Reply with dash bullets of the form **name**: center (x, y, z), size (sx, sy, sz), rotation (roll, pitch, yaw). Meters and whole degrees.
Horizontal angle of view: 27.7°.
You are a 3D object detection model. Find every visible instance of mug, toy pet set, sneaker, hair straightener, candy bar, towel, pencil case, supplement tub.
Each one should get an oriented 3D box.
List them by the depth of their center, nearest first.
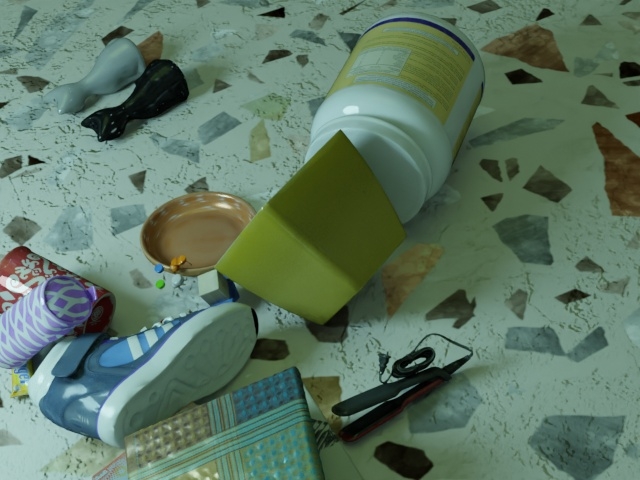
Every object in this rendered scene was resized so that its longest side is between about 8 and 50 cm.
- **towel**: center (-0.110, 0.360, 1.608), size (0.271, 0.040, 0.370), rotation (-23, 51, 12)
- **hair straightener**: center (0.116, 0.194, 1.827), size (0.230, 0.089, 0.047), rotation (-25, 21, -18)
- **sneaker**: center (-0.274, 0.163, 1.896), size (0.236, 0.130, 0.323), rotation (18, 41, 35)
- **pencil case**: center (-0.415, 0.122, 1.899), size (0.088, 0.206, 0.086), rotation (2, 67, -41)
- **candy bar**: center (-0.458, 0.182, 1.984), size (0.040, 0.018, 0.161), rotation (-12, 42, -6)
- **mug**: center (-0.403, 0.080, 2.017), size (0.169, 0.113, 0.150), rotation (22, 43, 18)
- **toy pet set**: center (-0.192, 0.084, 2.028), size (0.114, 0.065, 0.122), rotation (-21, 52, 15)
- **supplement tub**: center (0.124, -0.202, 2.164), size (0.241, 0.241, 0.331), rotation (9, 44, 19)

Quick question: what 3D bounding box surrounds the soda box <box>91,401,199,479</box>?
- **soda box**: center (-0.220, 0.304, 1.779), size (0.183, 0.058, 0.063), rotation (-36, 49, -27)

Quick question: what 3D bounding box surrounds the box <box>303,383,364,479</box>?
- **box**: center (-0.010, 0.321, 1.700), size (0.113, 0.094, 0.275), rotation (-22, 43, -15)

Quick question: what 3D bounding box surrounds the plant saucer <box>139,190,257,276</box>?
- **plant saucer**: center (-0.198, -0.006, 2.144), size (0.199, 0.037, 0.200), rotation (-4, 41, 3)

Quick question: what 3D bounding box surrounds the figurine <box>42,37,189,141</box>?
- **figurine**: center (-0.395, -0.279, 2.453), size (0.209, 0.092, 0.215), rotation (-39, 49, -25)

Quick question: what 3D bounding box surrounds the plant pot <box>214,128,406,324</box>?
- **plant pot**: center (0.000, 0.000, 1.966), size (0.187, 0.212, 0.212), rotation (43, 54, 1)
